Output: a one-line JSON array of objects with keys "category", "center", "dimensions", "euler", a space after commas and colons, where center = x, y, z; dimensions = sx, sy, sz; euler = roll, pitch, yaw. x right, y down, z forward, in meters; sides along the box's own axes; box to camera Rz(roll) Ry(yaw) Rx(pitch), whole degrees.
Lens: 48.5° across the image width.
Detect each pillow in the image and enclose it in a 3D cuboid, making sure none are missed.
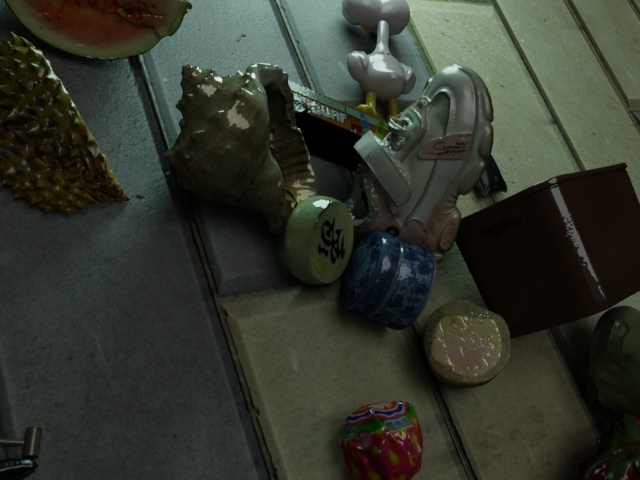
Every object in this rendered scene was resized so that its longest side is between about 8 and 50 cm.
[{"category": "pillow", "center": [0.330, -0.158, 1.482], "dimensions": [0.090, 0.048, 0.150], "euler": [-21, 79, -29]}]

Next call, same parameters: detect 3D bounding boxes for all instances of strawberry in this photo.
[{"category": "strawberry", "center": [0.549, 0.436, 1.152], "dimensions": [0.250, 0.239, 0.288], "euler": [-29, 108, -21]}]

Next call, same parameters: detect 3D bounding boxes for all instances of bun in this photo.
[{"category": "bun", "center": [0.602, 0.258, 1.309], "dimensions": [0.283, 0.179, 0.283], "euler": [40, 9, -7]}]

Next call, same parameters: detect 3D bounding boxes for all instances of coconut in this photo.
[{"category": "coconut", "center": [0.240, 0.173, 1.179], "dimensions": [0.147, 0.152, 0.147], "euler": [-2, 77, 10]}]

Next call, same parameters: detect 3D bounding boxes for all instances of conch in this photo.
[{"category": "conch", "center": [-0.122, -0.150, 1.133], "dimensions": [0.186, 0.324, 0.263], "euler": [12, 50, 32]}]

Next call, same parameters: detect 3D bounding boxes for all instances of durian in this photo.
[{"category": "durian", "center": [-0.397, -0.173, 1.005], "dimensions": [0.260, 0.186, 0.154], "euler": [41, 43, 14]}]

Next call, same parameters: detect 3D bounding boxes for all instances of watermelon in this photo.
[{"category": "watermelon", "center": [-0.380, -0.361, 1.140], "dimensions": [0.304, 0.159, 0.128], "euler": [11, 88, -27]}]

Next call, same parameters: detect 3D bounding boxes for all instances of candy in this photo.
[{"category": "candy", "center": [0.122, 0.410, 1.002], "dimensions": [0.124, 0.124, 0.365], "euler": [-8, 74, -33]}]

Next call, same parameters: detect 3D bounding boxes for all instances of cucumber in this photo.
[{"category": "cucumber", "center": [-0.418, 0.277, 0.803], "dimensions": [0.184, 0.033, 0.036], "euler": [-4, 90, -31]}]

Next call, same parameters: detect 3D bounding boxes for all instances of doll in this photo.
[{"category": "doll", "center": [0.122, -0.409, 1.477], "dimensions": [0.160, 0.094, 0.365], "euler": [8, 60, -23]}]

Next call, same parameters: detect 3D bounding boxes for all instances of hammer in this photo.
[{"category": "hammer", "center": [-0.394, 0.240, 0.852], "dimensions": [0.110, 0.019, 0.035], "euler": [10, 59, -19]}]

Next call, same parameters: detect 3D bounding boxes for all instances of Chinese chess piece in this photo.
[{"category": "Chinese chess piece", "center": [0.000, 0.000, 1.144], "dimensions": [0.144, 0.059, 0.144], "euler": [-21, 115, -54]}]

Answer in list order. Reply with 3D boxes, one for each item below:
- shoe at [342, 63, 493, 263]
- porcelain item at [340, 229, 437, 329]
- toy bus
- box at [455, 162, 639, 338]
[{"category": "shoe", "center": [0.155, -0.129, 1.201], "dimensions": [0.198, 0.350, 0.172], "euler": [8, 16, -17]}, {"category": "porcelain item", "center": [0.105, 0.062, 1.159], "dimensions": [0.114, 0.147, 0.147], "euler": [22, 54, -15]}, {"category": "toy bus", "center": [0.045, -0.192, 1.308], "dimensions": [0.409, 0.093, 0.092], "euler": [19, 47, -21]}, {"category": "box", "center": [0.440, 0.016, 1.292], "dimensions": [0.339, 0.239, 0.229], "euler": [-14, 80, -46]}]
